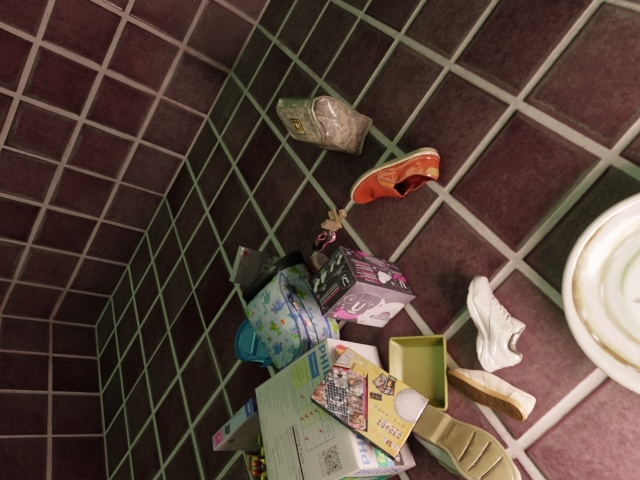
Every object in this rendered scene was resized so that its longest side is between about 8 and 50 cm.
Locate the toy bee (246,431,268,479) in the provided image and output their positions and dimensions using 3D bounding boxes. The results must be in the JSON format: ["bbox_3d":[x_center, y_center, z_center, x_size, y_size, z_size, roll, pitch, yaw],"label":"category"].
[{"bbox_3d":[-0.177,0.733,1.558,0.298,0.162,0.195,-44,49,34],"label":"toy bee"}]

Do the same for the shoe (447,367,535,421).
[{"bbox_3d":[0.399,0.352,1.109,0.058,0.076,0.219,-37,29,-24],"label":"shoe"}]

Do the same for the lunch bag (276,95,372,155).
[{"bbox_3d":[0.000,-0.428,1.697,0.235,0.287,0.168,22,93,51],"label":"lunch bag"}]

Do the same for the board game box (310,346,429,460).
[{"bbox_3d":[0.120,0.397,1.162,0.243,0.042,0.165,30,62,23],"label":"board game box"}]

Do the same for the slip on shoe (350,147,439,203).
[{"bbox_3d":[0.226,-0.180,1.474,0.332,0.123,0.101,-22,64,39],"label":"slip on shoe"}]

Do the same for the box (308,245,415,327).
[{"bbox_3d":[0.121,0.143,1.362,0.163,0.248,0.142,-50,43,26],"label":"box"}]

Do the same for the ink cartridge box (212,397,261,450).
[{"bbox_3d":[-0.217,0.632,1.626,0.311,0.186,0.065,-47,43,27],"label":"ink cartridge box"}]

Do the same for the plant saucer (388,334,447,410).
[{"bbox_3d":[0.270,0.354,1.265,0.188,0.045,0.188,-16,65,46],"label":"plant saucer"}]

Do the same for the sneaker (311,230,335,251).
[{"bbox_3d":[0.000,0.000,1.715,0.119,0.057,0.047,-40,50,35],"label":"sneaker"}]

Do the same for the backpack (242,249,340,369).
[{"bbox_3d":[-0.096,0.261,1.570,0.290,0.273,0.355,-42,84,32],"label":"backpack"}]

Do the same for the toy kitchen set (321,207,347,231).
[{"bbox_3d":[0.045,-0.089,1.679,0.068,0.075,0.083,-35,55,36],"label":"toy kitchen set"}]

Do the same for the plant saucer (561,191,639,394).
[{"bbox_3d":[0.663,0.095,0.852,0.401,0.101,0.399,-21,61,44],"label":"plant saucer"}]

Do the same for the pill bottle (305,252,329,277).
[{"bbox_3d":[-0.035,0.118,1.687,0.152,0.086,0.086,-42,48,32],"label":"pill bottle"}]

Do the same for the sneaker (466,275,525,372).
[{"bbox_3d":[0.427,0.191,1.122,0.115,0.091,0.231,-21,69,37],"label":"sneaker"}]

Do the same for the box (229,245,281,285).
[{"bbox_3d":[-0.257,0.113,1.875,0.038,0.186,0.145,12,86,52],"label":"box"}]

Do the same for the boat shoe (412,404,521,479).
[{"bbox_3d":[0.334,0.490,1.089,0.113,0.103,0.302,-41,31,-15],"label":"boat shoe"}]

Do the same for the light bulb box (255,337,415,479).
[{"bbox_3d":[0.022,0.528,1.350,0.361,0.226,0.357,-41,47,31],"label":"light bulb box"}]

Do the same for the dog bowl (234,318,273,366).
[{"bbox_3d":[-0.224,0.397,1.817,0.297,0.074,0.165,-4,74,49],"label":"dog bowl"}]
